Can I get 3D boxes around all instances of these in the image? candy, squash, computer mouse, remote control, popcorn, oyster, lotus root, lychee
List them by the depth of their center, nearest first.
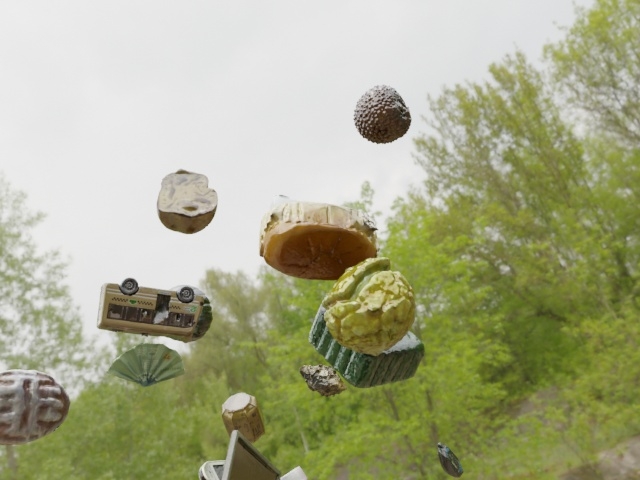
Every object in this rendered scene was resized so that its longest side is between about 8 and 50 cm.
[{"bbox_3d":[-0.226,0.615,1.610,0.221,0.078,0.042,17,-64,-47],"label":"remote control"},{"bbox_3d":[0.136,0.197,1.776,0.282,0.282,0.247,-6,-25,-30],"label":"popcorn"},{"bbox_3d":[0.008,0.411,1.780,0.148,0.103,0.051,-7,15,28],"label":"oyster"},{"bbox_3d":[-0.903,0.494,1.818,0.157,0.214,0.289,-20,-25,37],"label":"candy"},{"bbox_3d":[0.188,-0.390,1.923,0.188,0.188,0.188,-16,-21,-6],"label":"lychee"},{"bbox_3d":[-0.430,-0.103,2.017,0.199,0.188,0.180,9,-38,1],"label":"lotus root"},{"bbox_3d":[0.418,0.728,2.027,0.047,0.135,0.079,-34,9,19],"label":"computer mouse"},{"bbox_3d":[-0.497,0.268,2.254,0.218,0.218,0.172,-18,-15,-2],"label":"squash"}]

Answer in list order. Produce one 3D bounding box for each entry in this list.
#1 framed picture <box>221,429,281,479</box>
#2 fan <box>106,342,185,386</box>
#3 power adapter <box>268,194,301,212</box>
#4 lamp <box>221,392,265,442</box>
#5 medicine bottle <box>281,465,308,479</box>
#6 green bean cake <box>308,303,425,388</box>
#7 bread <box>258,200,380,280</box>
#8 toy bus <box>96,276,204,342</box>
[{"bbox_3d":[-0.168,0.619,1.454,0.020,0.240,0.324,-3,-36,17],"label":"framed picture"},{"bbox_3d":[-0.488,0.355,1.749,0.240,0.131,0.009,10,2,-39],"label":"fan"},{"bbox_3d":[-0.122,-0.018,2.267,0.187,0.124,0.255,15,-62,-14],"label":"power adapter"},{"bbox_3d":[-0.307,0.712,2.454,0.161,0.185,0.161,-13,25,6],"label":"lamp"},{"bbox_3d":[-0.061,0.934,2.144,0.152,0.254,0.152,-29,-16,-9],"label":"medicine bottle"},{"bbox_3d":[0.152,0.346,2.063,0.307,0.300,0.169,3,-62,-41],"label":"green bean cake"},{"bbox_3d":[-0.002,0.009,1.933,0.388,0.183,0.236,4,-43,-14],"label":"bread"},{"bbox_3d":[-0.494,0.205,1.789,0.289,0.157,0.139,11,-17,-24],"label":"toy bus"}]
